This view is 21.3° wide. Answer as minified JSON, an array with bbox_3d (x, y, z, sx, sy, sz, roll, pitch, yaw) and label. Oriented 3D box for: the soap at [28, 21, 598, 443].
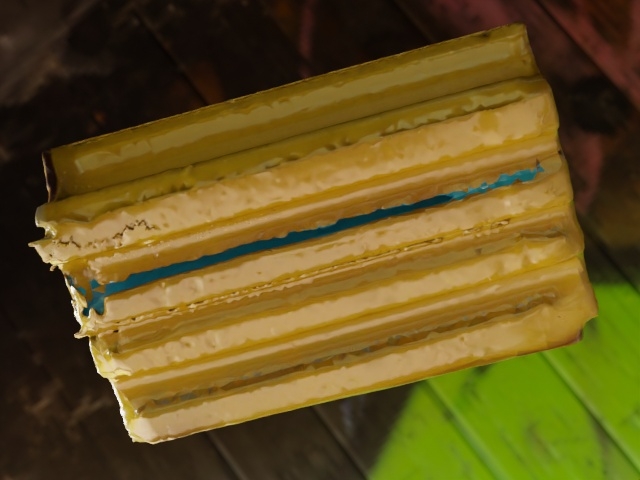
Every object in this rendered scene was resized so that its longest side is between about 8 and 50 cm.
[{"bbox_3d":[-0.001,0.000,1.077,0.324,0.096,0.204,-14,-53,4],"label":"soap"}]
